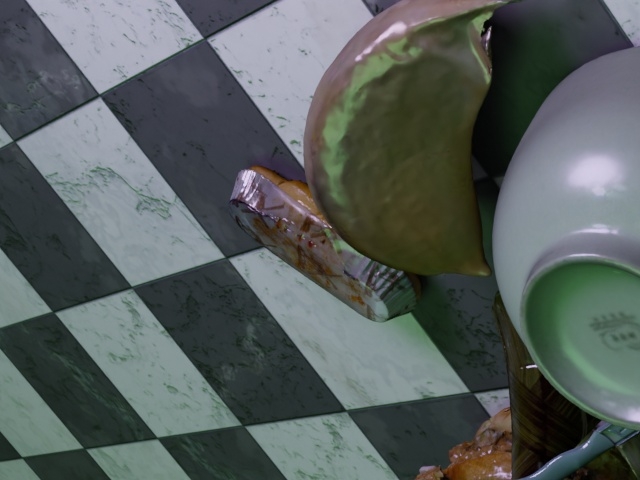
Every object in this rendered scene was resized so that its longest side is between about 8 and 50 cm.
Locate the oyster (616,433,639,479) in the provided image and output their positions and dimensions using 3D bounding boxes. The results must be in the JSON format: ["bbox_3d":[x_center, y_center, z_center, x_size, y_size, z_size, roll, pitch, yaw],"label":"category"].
[{"bbox_3d":[0.354,0.183,1.585,0.129,0.078,0.345,-29,103,24],"label":"oyster"}]

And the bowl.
[{"bbox_3d":[0.283,0.035,1.341,0.354,0.185,0.353,23,135,25],"label":"bowl"}]

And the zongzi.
[{"bbox_3d":[0.199,0.142,1.600,0.084,0.184,0.187,-8,121,56],"label":"zongzi"}]

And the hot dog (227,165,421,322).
[{"bbox_3d":[0.000,0.000,1.772,0.253,0.069,0.131,33,156,22],"label":"hot dog"}]

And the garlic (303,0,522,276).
[{"bbox_3d":[0.094,-0.125,1.481,0.196,0.151,0.338,19,130,15],"label":"garlic"}]

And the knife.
[{"bbox_3d":[0.270,0.190,1.551,0.028,0.210,0.015,55,-169,-5],"label":"knife"}]

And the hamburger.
[{"bbox_3d":[0.231,0.315,1.742,0.245,0.211,0.260,46,153,-11],"label":"hamburger"}]
